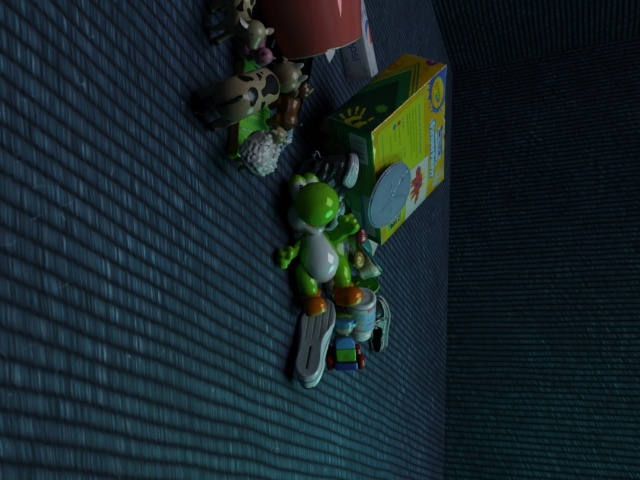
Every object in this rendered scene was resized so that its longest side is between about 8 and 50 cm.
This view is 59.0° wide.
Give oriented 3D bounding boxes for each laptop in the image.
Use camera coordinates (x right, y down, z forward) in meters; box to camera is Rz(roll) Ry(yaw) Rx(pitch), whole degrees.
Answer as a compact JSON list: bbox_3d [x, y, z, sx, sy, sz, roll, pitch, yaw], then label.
[{"bbox_3d":[-0.102,-0.488,1.518,0.264,0.136,0.234,34,50,-29],"label":"laptop"}]

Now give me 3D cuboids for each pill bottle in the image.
[{"bbox_3d":[0.120,0.222,1.676,0.087,0.087,0.160,-66,160,-47],"label":"pill bottle"}]

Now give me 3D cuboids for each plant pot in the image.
[{"bbox_3d":[-0.026,-0.562,1.286,0.275,0.274,0.243,-59,140,-52],"label":"plant pot"}]

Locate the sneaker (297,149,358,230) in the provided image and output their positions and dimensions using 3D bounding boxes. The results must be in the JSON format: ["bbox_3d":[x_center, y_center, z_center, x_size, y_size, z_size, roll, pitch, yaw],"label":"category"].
[{"bbox_3d":[0.003,-0.145,1.595,0.101,0.153,0.269,-93,-162,-46],"label":"sneaker"}]

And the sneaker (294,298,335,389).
[{"bbox_3d":[-0.021,0.272,1.503,0.091,0.094,0.258,95,11,-48],"label":"sneaker"}]

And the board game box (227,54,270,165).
[{"bbox_3d":[-0.161,-0.295,1.320,0.124,0.039,0.260,31,60,-60],"label":"board game box"}]

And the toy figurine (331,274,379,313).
[{"bbox_3d":[0.111,0.219,1.783,0.173,0.130,0.159,-30,125,-40],"label":"toy figurine"}]

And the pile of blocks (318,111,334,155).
[{"bbox_3d":[0.074,-0.322,1.809,0.362,0.149,0.113,2,127,-57],"label":"pile of blocks"}]

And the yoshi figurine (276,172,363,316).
[{"bbox_3d":[-0.003,0.003,1.443,0.203,0.202,0.363,-19,97,-56],"label":"yoshi figurine"}]

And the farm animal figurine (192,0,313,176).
[{"bbox_3d":[-0.131,-0.349,1.185,0.330,0.172,0.327,55,44,-30],"label":"farm animal figurine"}]

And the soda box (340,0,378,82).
[{"bbox_3d":[0.117,-0.702,1.946,0.091,0.098,0.287,-54,133,-56],"label":"soda box"}]

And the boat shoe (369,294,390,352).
[{"bbox_3d":[0.205,0.300,2.001,0.065,0.075,0.206,-25,113,-68],"label":"boat shoe"}]

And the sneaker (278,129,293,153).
[{"bbox_3d":[-0.096,-0.278,1.463,0.058,0.052,0.135,74,32,-47],"label":"sneaker"}]

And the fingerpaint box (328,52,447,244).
[{"bbox_3d":[0.219,-0.275,1.735,0.371,0.163,0.445,-45,145,-26],"label":"fingerpaint box"}]

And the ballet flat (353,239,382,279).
[{"bbox_3d":[0.133,0.050,1.855,0.248,0.086,0.086,-105,178,-62],"label":"ballet flat"}]

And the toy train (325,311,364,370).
[{"bbox_3d":[0.063,0.271,1.634,0.248,0.105,0.144,-107,-164,-81],"label":"toy train"}]

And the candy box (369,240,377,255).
[{"bbox_3d":[0.168,-0.055,2.035,0.105,0.027,0.206,-57,136,-51],"label":"candy box"}]

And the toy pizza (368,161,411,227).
[{"bbox_3d":[0.193,-0.132,1.621,0.201,0.032,0.201,-33,138,-37],"label":"toy pizza"}]

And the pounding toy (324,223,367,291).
[{"bbox_3d":[0.082,0.036,1.722,0.237,0.110,0.183,-50,131,-58],"label":"pounding toy"}]

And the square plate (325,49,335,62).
[{"bbox_3d":[-0.022,-0.727,1.590,0.347,0.049,0.344,-90,159,-48],"label":"square plate"}]
